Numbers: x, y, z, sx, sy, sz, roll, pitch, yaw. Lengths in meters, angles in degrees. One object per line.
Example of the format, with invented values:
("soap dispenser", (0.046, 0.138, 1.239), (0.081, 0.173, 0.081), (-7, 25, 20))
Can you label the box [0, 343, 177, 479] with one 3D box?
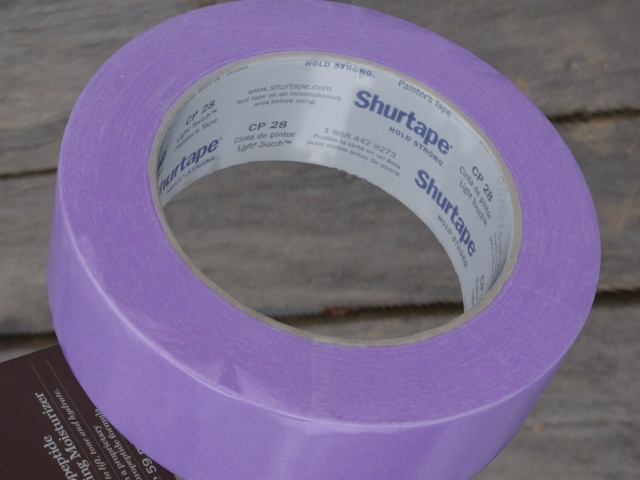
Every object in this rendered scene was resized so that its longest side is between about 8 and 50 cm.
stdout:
("box", (-0.260, 0.210, 1.168), (0.168, 0.203, 0.167), (55, 131, 17))

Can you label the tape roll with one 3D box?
("tape roll", (0.000, 0.000, 0.736), (0.275, 0.275, 0.090), (24, 140, 5))
